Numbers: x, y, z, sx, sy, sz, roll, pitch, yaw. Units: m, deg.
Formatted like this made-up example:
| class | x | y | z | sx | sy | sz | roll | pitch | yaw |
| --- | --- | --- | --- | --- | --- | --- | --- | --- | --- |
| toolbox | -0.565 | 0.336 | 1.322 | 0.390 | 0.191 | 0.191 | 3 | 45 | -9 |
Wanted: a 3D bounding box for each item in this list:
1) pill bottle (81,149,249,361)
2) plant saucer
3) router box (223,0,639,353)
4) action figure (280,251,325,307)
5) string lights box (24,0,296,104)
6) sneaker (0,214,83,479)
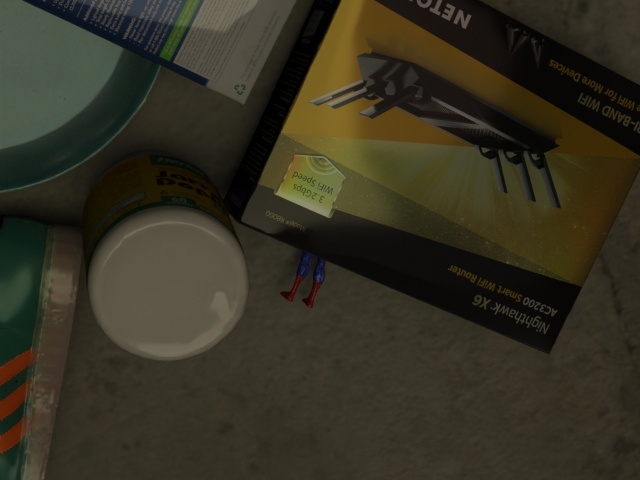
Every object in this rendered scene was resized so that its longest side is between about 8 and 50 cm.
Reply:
| class | x | y | z | sx | sy | sz | roll | pitch | yaw |
| --- | --- | --- | --- | --- | --- | --- | --- | --- | --- |
| pill bottle | -0.125 | 0.000 | 0.954 | 0.118 | 0.208 | 0.117 | -4 | 110 | -11 |
| plant saucer | -0.273 | -0.190 | 0.943 | 0.318 | 0.044 | 0.317 | -4 | 110 | -11 |
| router box | 0.107 | -0.073 | 1.035 | 0.309 | 0.081 | 0.243 | 22 | 96 | -19 |
| action figure | 0.000 | 0.000 | 1.081 | 0.038 | 0.030 | 0.115 | 21 | 99 | -24 |
| string lights box | -0.146 | -0.217 | 0.897 | 0.260 | 0.077 | 0.133 | 24 | 102 | -20 |
| sneaker | -0.280 | 0.123 | 1.026 | 0.121 | 0.108 | 0.302 | 9 | 99 | -15 |
